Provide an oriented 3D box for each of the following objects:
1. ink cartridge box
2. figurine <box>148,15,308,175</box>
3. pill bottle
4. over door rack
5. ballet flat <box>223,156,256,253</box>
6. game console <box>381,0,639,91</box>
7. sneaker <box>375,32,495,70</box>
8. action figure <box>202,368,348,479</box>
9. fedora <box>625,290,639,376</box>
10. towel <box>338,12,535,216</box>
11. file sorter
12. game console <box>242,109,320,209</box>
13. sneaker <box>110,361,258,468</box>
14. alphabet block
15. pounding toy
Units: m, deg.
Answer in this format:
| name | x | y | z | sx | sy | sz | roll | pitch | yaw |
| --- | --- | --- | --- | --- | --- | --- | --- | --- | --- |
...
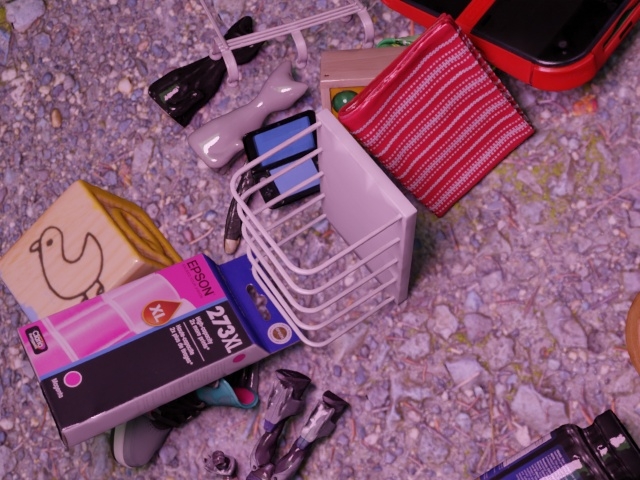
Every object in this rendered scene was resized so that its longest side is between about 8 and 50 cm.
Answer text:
| name | x | y | z | sx | sy | sz | roll | pitch | yaw |
| --- | --- | --- | --- | --- | --- | --- | --- | --- | --- |
| ink cartridge box | -0.221 | 0.135 | 1.391 | 0.371 | 0.069 | 0.175 | -22 | 60 | -20 |
| figurine | -0.141 | -0.237 | 1.567 | 0.209 | 0.092 | 0.215 | -42 | 59 | 3 |
| pill bottle | 0.308 | 0.315 | 1.263 | 0.219 | 0.123 | 0.123 | -35 | 69 | 11 |
| over door rack | -0.079 | -0.384 | 1.537 | 0.240 | 0.108 | 0.324 | -18 | 58 | -10 |
| ballet flat | -0.116 | -0.060 | 1.546 | 0.049 | 0.057 | 0.173 | 18 | 89 | -6 |
| game console | 0.322 | -0.416 | 1.405 | 0.342 | 0.060 | 0.386 | 33 | 76 | 26 |
| sneaker | 0.150 | -0.254 | 1.444 | 0.295 | 0.123 | 0.109 | -35 | 68 | 11 |
| action figure | -0.076 | 0.332 | 1.424 | 0.185 | 0.099 | 0.285 | 28 | 94 | 15 |
| fedora | 0.490 | 0.129 | 1.255 | 0.194 | 0.079 | 0.194 | -7 | 71 | 23 |
| towel | 0.167 | -0.162 | 1.344 | 0.199 | 0.275 | 0.031 | -43 | 43 | 9 |
| file sorter | 0.000 | 0.000 | 1.341 | 0.173 | 0.277 | 0.193 | -33 | 67 | -13 |
| game console | -0.045 | -0.123 | 1.499 | 0.122 | 0.071 | 0.107 | -22 | 71 | -10 |
| sneaker | -0.188 | 0.233 | 1.479 | 0.178 | 0.124 | 0.295 | 22 | 86 | 33 |
| alphabet block | -0.349 | 0.052 | 1.536 | 0.197 | 0.193 | 0.192 | -45 | 69 | 7 |
| pounding toy | 0.109 | -0.173 | 1.384 | 0.206 | 0.181 | 0.094 | -3 | 40 | 4 |
